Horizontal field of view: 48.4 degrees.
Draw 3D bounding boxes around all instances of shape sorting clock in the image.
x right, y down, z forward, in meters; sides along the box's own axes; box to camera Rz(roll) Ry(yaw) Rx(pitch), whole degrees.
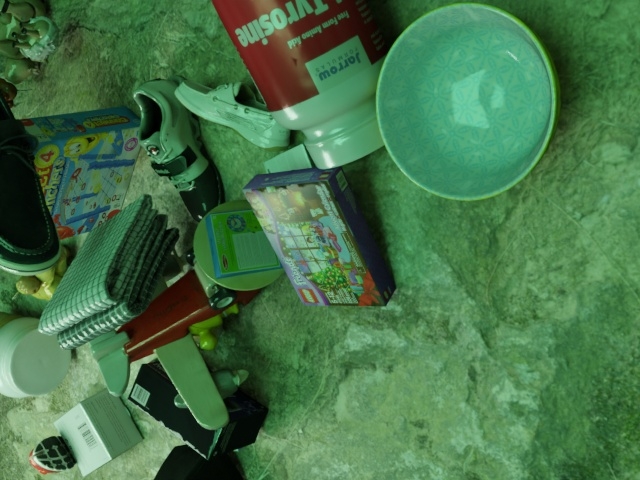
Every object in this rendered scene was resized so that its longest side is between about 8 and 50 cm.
[{"bbox_3d":[-0.156,0.008,1.460,0.206,0.206,0.040,47,154,14],"label":"shape sorting clock"}]

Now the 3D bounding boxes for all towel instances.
[{"bbox_3d":[-0.426,0.069,1.460,0.235,0.284,0.121,-27,124,33],"label":"towel"}]

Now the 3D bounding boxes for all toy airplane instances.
[{"bbox_3d":[-0.318,0.191,1.575,0.384,0.272,0.386,8,76,21],"label":"toy airplane"}]

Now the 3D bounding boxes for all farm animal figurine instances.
[{"bbox_3d":[-0.783,-0.490,1.775,0.327,0.172,0.330,-46,68,23],"label":"farm animal figurine"}]

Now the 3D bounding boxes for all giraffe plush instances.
[{"bbox_3d":[-0.707,0.136,1.922,0.170,0.181,0.210,39,115,-6],"label":"giraffe plush"}]

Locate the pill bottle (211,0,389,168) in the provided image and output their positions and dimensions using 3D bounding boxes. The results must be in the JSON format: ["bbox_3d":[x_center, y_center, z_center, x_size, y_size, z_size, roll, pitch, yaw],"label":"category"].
[{"bbox_3d":[-0.021,-0.336,1.190,0.229,0.229,0.408,-14,113,38],"label":"pill bottle"}]

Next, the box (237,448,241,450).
[{"bbox_3d":[-0.243,0.478,1.765,0.136,0.028,0.081,-10,98,39],"label":"box"}]

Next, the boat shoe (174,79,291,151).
[{"bbox_3d":[-0.170,-0.277,1.437,0.277,0.098,0.096,28,117,17],"label":"boat shoe"}]

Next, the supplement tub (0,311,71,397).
[{"bbox_3d":[-0.898,0.327,2.060,0.316,0.228,0.228,4,107,35],"label":"supplement tub"}]

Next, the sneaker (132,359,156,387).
[{"bbox_3d":[-0.447,0.361,1.870,0.057,0.047,0.119,37,127,1],"label":"sneaker"}]

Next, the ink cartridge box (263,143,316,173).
[{"bbox_3d":[-0.058,-0.149,1.435,0.115,0.029,0.063,-19,94,39],"label":"ink cartridge box"}]

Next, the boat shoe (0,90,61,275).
[{"bbox_3d":[-0.650,-0.160,1.381,0.156,0.186,0.500,-40,75,42],"label":"boat shoe"}]

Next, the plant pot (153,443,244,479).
[{"bbox_3d":[-0.311,0.625,1.753,0.188,0.167,0.187,-22,102,37],"label":"plant pot"}]

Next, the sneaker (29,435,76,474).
[{"bbox_3d":[-0.758,0.627,2.028,0.118,0.279,0.107,-32,77,-2],"label":"sneaker"}]

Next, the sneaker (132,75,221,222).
[{"bbox_3d":[-0.324,-0.184,1.544,0.122,0.146,0.331,-14,97,36],"label":"sneaker"}]

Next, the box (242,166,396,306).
[{"bbox_3d":[0.000,0.000,1.353,0.200,0.057,0.293,-3,126,37],"label":"box"}]

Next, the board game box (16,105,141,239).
[{"bbox_3d":[-0.576,-0.143,1.635,0.086,0.302,0.308,40,124,19],"label":"board game box"}]

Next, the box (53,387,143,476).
[{"bbox_3d":[-0.623,0.533,1.997,0.182,0.119,0.181,-37,82,38],"label":"box"}]

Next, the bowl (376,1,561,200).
[{"bbox_3d":[0.248,-0.218,1.112,0.289,0.156,0.290,12,111,33],"label":"bowl"}]

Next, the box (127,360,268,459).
[{"bbox_3d":[-0.282,0.380,1.653,0.261,0.184,0.103,27,97,26],"label":"box"}]
